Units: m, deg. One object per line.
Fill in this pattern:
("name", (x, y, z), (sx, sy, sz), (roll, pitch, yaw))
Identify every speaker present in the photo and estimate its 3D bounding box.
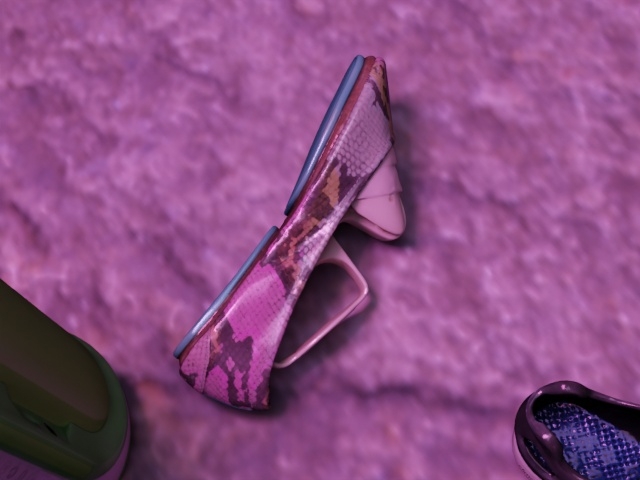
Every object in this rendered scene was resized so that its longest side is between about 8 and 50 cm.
("speaker", (-0.180, 0.068, 0.487), (0.131, 0.296, 0.131), (-3, 69, 7))

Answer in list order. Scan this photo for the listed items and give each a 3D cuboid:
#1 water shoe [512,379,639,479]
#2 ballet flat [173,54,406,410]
("water shoe", (0.192, 0.133, 0.531), (0.203, 0.080, 0.073), (20, 73, 14))
("ballet flat", (0.000, 0.000, 0.620), (0.079, 0.077, 0.221), (31, 80, -2))
